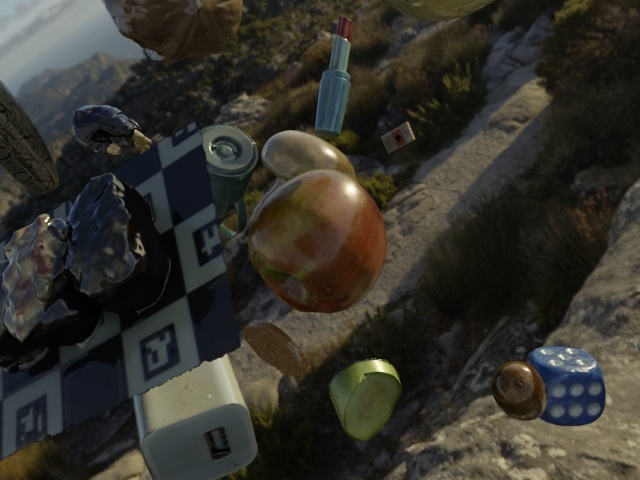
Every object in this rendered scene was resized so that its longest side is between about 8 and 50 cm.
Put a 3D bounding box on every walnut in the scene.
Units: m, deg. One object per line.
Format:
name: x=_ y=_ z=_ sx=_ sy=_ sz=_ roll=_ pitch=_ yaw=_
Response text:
walnut: x=-0.285 y=-0.463 z=1.013 sx=0.227 sy=0.273 sz=0.273 roll=-46 pitch=31 yaw=6

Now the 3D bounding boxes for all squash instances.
squash: x=0.139 y=0.445 z=1.516 sx=0.220 sy=0.220 sz=0.133 roll=-35 pitch=31 yaw=1

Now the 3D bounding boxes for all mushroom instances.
mushroom: x=-0.056 y=-0.157 z=1.540 sx=0.290 sy=0.292 sz=0.292 roll=-61 pitch=34 yaw=3

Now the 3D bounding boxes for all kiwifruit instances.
kiwifruit: x=0.272 y=0.207 z=0.724 sx=0.075 sy=0.124 sz=0.075 roll=-9 pitch=64 yaw=20

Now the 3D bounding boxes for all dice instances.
dice: x=0.557 y=0.334 z=1.220 sx=0.143 sy=0.146 sz=0.146 roll=-4 pitch=11 yaw=4

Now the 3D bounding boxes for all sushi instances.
sushi: x=-0.286 y=0.037 z=0.552 sx=0.373 sy=0.100 sz=0.296 roll=-27 pitch=58 yaw=14

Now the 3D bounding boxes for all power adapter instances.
power adapter: x=-0.173 y=0.189 z=0.684 sx=0.125 sy=0.130 sz=0.205 roll=-17 pitch=38 yaw=-15

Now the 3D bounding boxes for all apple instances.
apple: x=0.000 y=0.000 z=1.279 sx=0.339 sy=0.339 sz=0.339 roll=-24 pitch=33 yaw=17

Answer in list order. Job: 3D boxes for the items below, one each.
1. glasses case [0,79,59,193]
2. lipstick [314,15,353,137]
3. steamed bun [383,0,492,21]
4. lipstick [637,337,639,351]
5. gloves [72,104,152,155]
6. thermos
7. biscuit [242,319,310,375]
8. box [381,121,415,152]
glasses case: x=-0.545 y=-0.199 z=0.904 sx=0.085 sy=0.355 sz=0.137 roll=-28 pitch=72 yaw=-14
lipstick: x=0.037 y=-0.377 z=1.208 sx=0.068 sy=0.061 sz=0.274 roll=8 pitch=86 yaw=32
steamed bun: x=0.133 y=-0.353 z=0.598 sx=0.273 sy=0.232 sz=0.166 roll=-42 pitch=-12 yaw=-18
lipstick: x=0.599 y=0.209 z=0.956 sx=0.037 sy=0.116 sz=0.037 roll=-21 pitch=48 yaw=24
gloves: x=-0.537 y=-0.286 z=1.389 sx=0.203 sy=0.124 sz=0.164 roll=6 pitch=48 yaw=7
thermos: x=-0.231 y=-0.114 z=1.225 sx=0.145 sy=0.182 sz=0.286 roll=-36 pitch=-14 yaw=-34
biscuit: x=-0.114 y=0.265 z=1.320 sx=0.220 sy=0.142 sz=0.029 roll=20 pitch=42 yaw=36
box: x=0.190 y=-0.251 z=1.299 sx=0.012 sy=0.046 sz=0.083 roll=-23 pitch=0 yaw=-45
